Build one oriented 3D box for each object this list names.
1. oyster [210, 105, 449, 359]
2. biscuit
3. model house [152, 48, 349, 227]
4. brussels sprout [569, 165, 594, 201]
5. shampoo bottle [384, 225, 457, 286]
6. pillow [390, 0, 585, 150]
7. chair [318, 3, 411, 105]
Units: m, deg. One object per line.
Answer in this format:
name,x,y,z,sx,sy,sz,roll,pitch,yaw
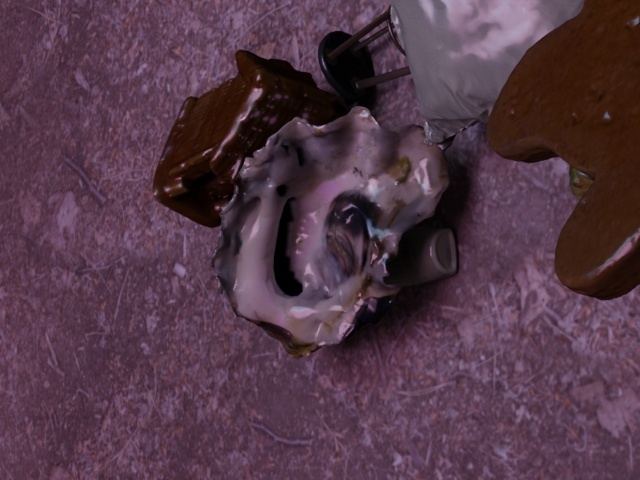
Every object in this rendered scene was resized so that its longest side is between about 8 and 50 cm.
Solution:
oyster,0.001,-0.001,1.912,0.238,0.115,0.351,23,120,10
biscuit,0.312,-0.137,1.488,0.368,0.076,0.394,-55,27,11
model house,-0.066,-0.130,2.009,0.229,0.199,0.219,-26,47,44
brussels sprout,0.334,-0.073,1.625,0.122,0.151,0.149,-60,19,-17
shampoo bottle,0.076,0.024,1.965,0.212,0.049,0.072,-8,89,48
pillow,0.202,-0.263,1.755,0.283,0.138,0.310,-11,93,35
chair,0.078,-0.243,1.964,0.221,0.095,0.104,-27,54,45
